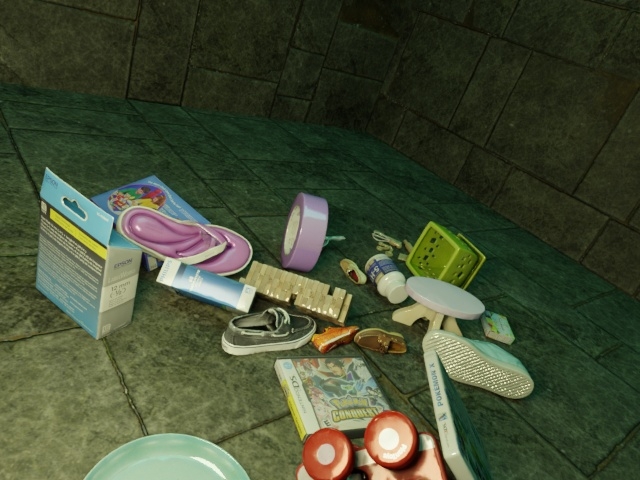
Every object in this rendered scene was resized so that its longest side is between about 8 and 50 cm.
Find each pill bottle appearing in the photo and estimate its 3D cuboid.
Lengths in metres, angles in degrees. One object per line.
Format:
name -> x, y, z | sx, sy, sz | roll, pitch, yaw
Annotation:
pill bottle -> 0.251, 0.144, 1.778 | 0.112, 0.112, 0.186 | 7, 29, -26

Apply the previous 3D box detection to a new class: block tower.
block tower -> -0.074, 0.158, 1.439 | 0.336, 0.091, 0.097 | 15, 69, 13

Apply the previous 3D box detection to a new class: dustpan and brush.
dustpan and brush -> 0.000, 0.000, 1.930 | 0.211, 0.060, 0.147 | 7, 29, -26

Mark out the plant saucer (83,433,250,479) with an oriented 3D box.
plant saucer -> -0.265, 0.484, 0.832 | 0.318, 0.043, 0.317 | 16, 26, -8

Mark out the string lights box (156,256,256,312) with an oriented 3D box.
string lights box -> -0.316, 0.137, 1.350 | 0.260, 0.076, 0.133 | 20, -17, -3

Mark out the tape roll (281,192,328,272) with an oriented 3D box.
tape roll -> -0.060, -0.028, 1.697 | 0.090, 0.274, 0.274 | 14, 27, -15

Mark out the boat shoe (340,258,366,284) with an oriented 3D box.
boat shoe -> 0.117, 0.116, 1.805 | 0.045, 0.050, 0.135 | -1, 33, -47

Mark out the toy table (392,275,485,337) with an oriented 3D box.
toy table -> 0.397, 0.247, 1.633 | 0.274, 0.160, 0.252 | 24, 27, 8

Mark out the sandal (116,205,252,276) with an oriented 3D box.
sandal -> -0.386, 0.008, 1.417 | 0.417, 0.102, 0.169 | 15, 70, -30

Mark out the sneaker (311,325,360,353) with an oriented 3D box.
sneaker -> 0.050, 0.279, 1.427 | 0.175, 0.064, 0.067 | -6, 40, -43

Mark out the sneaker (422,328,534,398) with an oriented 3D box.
sneaker -> 0.483, 0.372, 1.514 | 0.366, 0.135, 0.150 | 29, 18, -3

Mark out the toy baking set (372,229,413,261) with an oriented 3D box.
toy baking set -> 0.336, 0.016, 2.178 | 0.197, 0.030, 0.256 | 13, 27, -15

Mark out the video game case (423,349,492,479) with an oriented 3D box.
video game case -> 0.324, 0.461, 1.071 | 0.328, 0.036, 0.300 | 61, 16, -22

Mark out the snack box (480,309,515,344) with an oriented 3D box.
snack box -> 0.669, 0.327, 1.815 | 0.100, 0.037, 0.141 | 20, 26, -4

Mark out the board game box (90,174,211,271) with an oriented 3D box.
board game box -> -0.555, -0.069, 1.564 | 0.233, 0.078, 0.347 | -30, 53, -35

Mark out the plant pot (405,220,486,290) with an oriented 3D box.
plant pot -> 0.531, 0.083, 1.985 | 0.207, 0.228, 0.227 | 13, 26, -29

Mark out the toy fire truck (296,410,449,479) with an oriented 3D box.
toy fire truck -> 0.104, 0.484, 0.895 | 0.302, 0.169, 0.253 | -19, 50, 9

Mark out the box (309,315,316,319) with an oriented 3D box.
box -> -0.012, 0.197, 1.518 | 0.052, 0.083, 0.062 | 29, 27, 19

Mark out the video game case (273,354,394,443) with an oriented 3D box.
video game case -> 0.041, 0.396, 1.230 | 0.275, 0.035, 0.248 | 6, 30, -28

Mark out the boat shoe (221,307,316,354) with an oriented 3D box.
boat shoe -> -0.129, 0.238, 1.334 | 0.301, 0.102, 0.108 | 0, 33, -36

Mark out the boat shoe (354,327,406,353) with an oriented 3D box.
boat shoe -> 0.189, 0.312, 1.465 | 0.178, 0.064, 0.060 | 11, 26, -24

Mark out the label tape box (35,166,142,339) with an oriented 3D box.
label tape box -> -0.557, 0.026, 1.149 | 0.249, 0.347, 0.115 | 31, 28, 20
